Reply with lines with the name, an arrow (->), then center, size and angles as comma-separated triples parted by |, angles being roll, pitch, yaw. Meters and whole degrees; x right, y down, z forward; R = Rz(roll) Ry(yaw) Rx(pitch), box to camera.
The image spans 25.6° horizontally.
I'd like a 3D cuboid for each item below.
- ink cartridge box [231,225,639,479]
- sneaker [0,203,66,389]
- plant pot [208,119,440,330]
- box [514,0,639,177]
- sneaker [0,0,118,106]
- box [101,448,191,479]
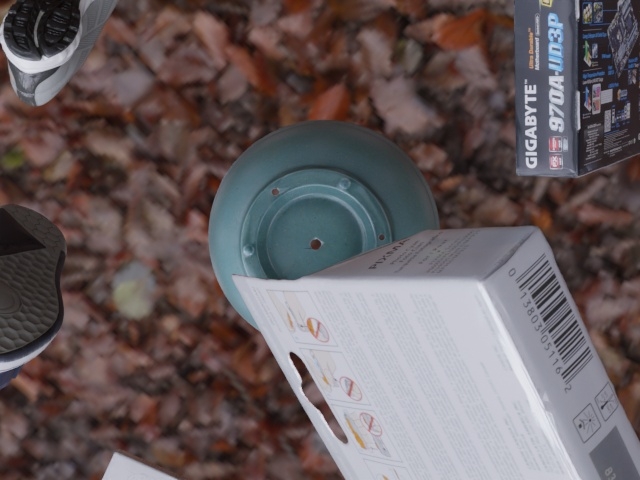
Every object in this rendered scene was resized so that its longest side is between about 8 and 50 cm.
ink cartridge box -> 0.111, 0.139, 1.333 | 0.385, 0.091, 0.308 | 0, 124, 55
sneaker -> -0.257, 0.084, 1.023 | 0.086, 0.226, 0.163 | 32, 106, -11
plant pot -> 0.000, 0.000, 1.681 | 0.293, 0.196, 0.293 | 0, 94, 3
box -> 0.208, -0.146, 1.089 | 0.051, 0.220, 0.175 | 3, 101, 27
sneaker -> -0.293, -0.262, 1.620 | 0.100, 0.271, 0.108 | 20, 137, 4
box -> -0.245, 0.396, 2.038 | 0.170, 0.130, 0.091 | 25, 173, -2
